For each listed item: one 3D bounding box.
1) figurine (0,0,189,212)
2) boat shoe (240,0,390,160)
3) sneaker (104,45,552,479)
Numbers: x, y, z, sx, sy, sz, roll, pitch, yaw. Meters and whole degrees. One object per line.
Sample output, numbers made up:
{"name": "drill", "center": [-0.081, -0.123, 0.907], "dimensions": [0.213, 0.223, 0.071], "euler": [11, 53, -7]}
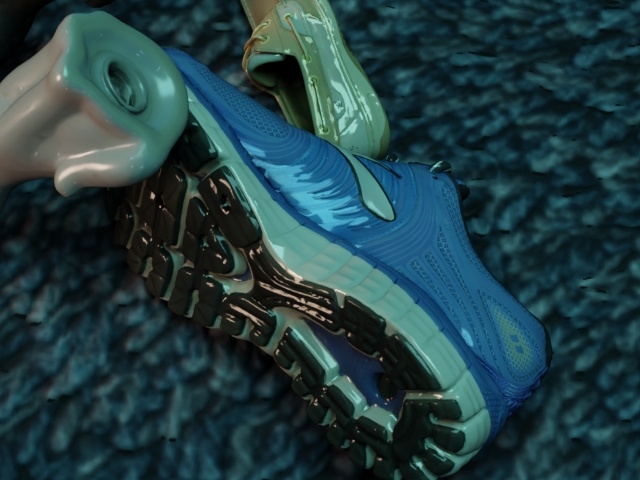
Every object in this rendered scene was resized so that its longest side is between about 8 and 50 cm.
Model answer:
{"name": "figurine", "center": [-0.168, -0.101, 1.091], "dimensions": [0.092, 0.209, 0.215], "euler": [27, 52, -35]}
{"name": "boat shoe", "center": [-0.019, -0.116, 1.186], "dimensions": [0.059, 0.063, 0.170], "euler": [-20, 65, -25]}
{"name": "sneaker", "center": [0.000, 0.000, 1.103], "dimensions": [0.330, 0.130, 0.147], "euler": [44, 42, 21]}
